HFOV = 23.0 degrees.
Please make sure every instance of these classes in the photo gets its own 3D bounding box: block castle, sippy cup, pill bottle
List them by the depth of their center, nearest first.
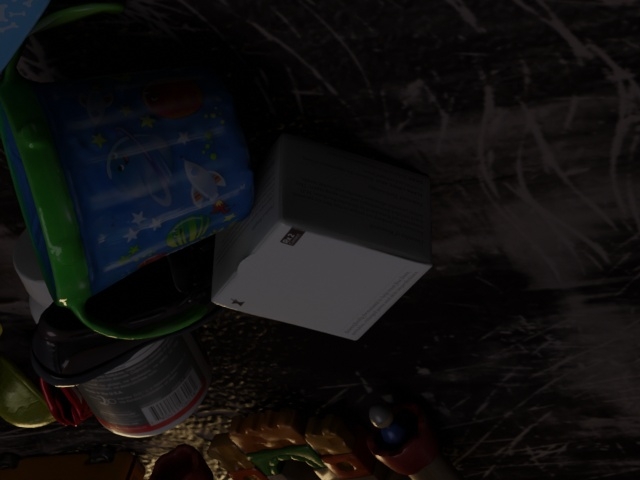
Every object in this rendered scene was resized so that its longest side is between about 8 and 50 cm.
[{"bbox_3d":[-0.192,-0.073,1.596,0.224,0.240,0.305,-16,132,-13],"label":"sippy cup"},{"bbox_3d":[-0.249,0.092,1.884,0.161,0.161,0.283,-1,137,22],"label":"pill bottle"},{"bbox_3d":[-0.051,0.378,2.035,0.453,0.303,0.213,-15,130,32],"label":"block castle"}]

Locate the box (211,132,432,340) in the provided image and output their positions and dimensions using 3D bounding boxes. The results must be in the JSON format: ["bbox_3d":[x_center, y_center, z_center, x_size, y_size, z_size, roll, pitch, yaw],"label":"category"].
[{"bbox_3d":[0.000,0.000,1.686,0.182,0.119,0.181,16,144,-21],"label":"box"}]

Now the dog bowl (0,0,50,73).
[{"bbox_3d":[-0.317,-0.242,1.525,0.074,0.166,0.297,22,142,-22],"label":"dog bowl"}]

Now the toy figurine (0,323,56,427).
[{"bbox_3d":[-0.516,0.173,1.993,0.191,0.217,0.362,14,148,46],"label":"toy figurine"}]

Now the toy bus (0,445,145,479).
[{"bbox_3d":[-0.402,0.392,2.334,0.332,0.108,0.130,-8,135,28],"label":"toy bus"}]

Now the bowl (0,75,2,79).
[{"bbox_3d":[-0.425,-0.158,1.744,0.142,0.053,0.142,-24,127,40],"label":"bowl"}]

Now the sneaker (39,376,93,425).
[{"bbox_3d":[-0.285,0.214,2.065,0.221,0.128,0.087,39,137,-23],"label":"sneaker"}]

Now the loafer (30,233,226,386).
[{"bbox_3d":[-0.182,0.050,1.717,0.109,0.302,0.095,45,153,22],"label":"loafer"}]
